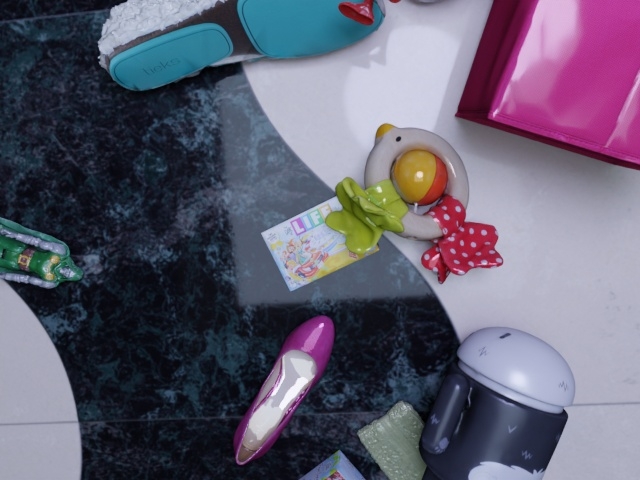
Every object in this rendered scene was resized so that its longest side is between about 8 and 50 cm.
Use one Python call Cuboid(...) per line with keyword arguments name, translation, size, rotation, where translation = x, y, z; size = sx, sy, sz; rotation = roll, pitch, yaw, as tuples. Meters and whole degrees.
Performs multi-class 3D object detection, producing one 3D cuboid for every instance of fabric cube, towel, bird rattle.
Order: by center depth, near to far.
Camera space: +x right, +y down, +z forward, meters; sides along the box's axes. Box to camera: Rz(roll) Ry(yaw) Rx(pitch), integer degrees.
Cuboid(name="fabric cube", translation=(0.337, -0.236, 0.617), size=(0.259, 0.254, 0.258), rotation=(17, 106, 1))
Cuboid(name="bird rattle", translation=(0.145, -0.059, 0.728), size=(0.254, 0.143, 0.207), rotation=(13, 77, -10))
Cuboid(name="towel", translation=(0.140, 0.340, 0.840), size=(0.110, 0.027, 0.148), rotation=(-39, 94, 10))

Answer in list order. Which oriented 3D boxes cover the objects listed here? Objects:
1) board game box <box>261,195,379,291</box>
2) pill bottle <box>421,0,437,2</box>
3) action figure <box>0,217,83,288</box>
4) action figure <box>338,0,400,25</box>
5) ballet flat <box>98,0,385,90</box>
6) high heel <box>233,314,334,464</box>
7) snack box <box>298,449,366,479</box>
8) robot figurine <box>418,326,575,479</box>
Cuboid(name="board game box", translation=(0.000, 0.000, 0.803), size=(0.154, 0.026, 0.103), rotation=(-26, 95, 8))
Cuboid(name="pill bottle", translation=(0.171, -0.389, 0.631), size=(0.117, 0.215, 0.117), rotation=(2, 82, -12))
Cuboid(name="action figure", translation=(-0.494, 0.022, 0.834), size=(0.232, 0.063, 0.137), rotation=(16, 96, -1))
Cuboid(name="action figure", translation=(0.049, -0.418, 0.614), size=(0.139, 0.091, 0.280), rotation=(22, 70, -29))
Cuboid(name="ballet flat", translation=(-0.120, -0.325, 0.722), size=(0.409, 0.147, 0.147), rotation=(-11, 97, 5))
Cuboid(name="high heel", translation=(-0.056, 0.227, 0.794), size=(0.082, 0.117, 0.244), rotation=(38, 99, -1))
Cuboid(name="snack box", translation=(0.007, 0.479, 0.849), size=(0.207, 0.070, 0.174), rotation=(-39, 93, 10))
Cuboid(name="robot figurine", translation=(0.245, 0.261, 0.745), size=(0.174, 0.209, 0.278), rotation=(22, 95, 15))
